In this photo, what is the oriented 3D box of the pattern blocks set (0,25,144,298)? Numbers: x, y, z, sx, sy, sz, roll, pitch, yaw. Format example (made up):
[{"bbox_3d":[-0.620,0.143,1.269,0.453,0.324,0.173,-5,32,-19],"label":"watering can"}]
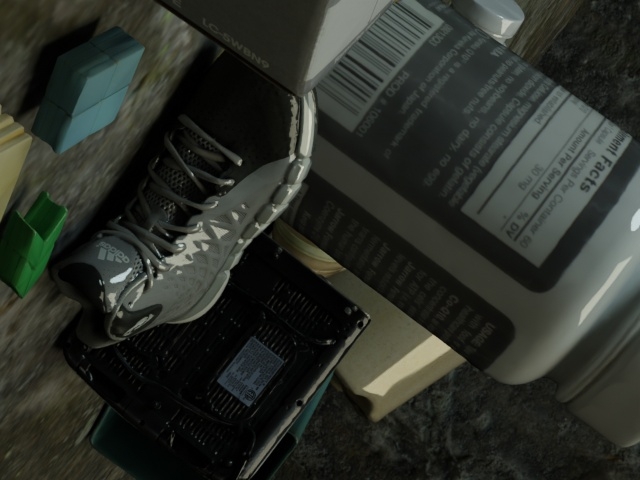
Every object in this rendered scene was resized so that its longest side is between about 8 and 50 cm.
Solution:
[{"bbox_3d":[-0.192,0.030,0.448,0.285,0.026,0.325,-56,172,28],"label":"pattern blocks set"}]

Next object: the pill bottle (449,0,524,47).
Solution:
[{"bbox_3d":[0.129,-0.174,1.212,0.184,0.103,0.103,-57,172,32],"label":"pill bottle"}]

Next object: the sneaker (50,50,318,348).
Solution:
[{"bbox_3d":[-0.088,-0.013,0.693,0.132,0.086,0.229,-31,155,-50],"label":"sneaker"}]

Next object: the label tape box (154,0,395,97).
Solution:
[{"bbox_3d":[0.050,-0.234,0.400,0.241,0.106,0.334,-50,173,-26],"label":"label tape box"}]

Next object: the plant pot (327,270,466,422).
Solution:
[{"bbox_3d":[0.107,0.056,1.523,0.305,0.334,0.334,-40,171,-8],"label":"plant pot"}]

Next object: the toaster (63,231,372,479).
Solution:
[{"bbox_3d":[-0.078,0.079,0.856,0.186,0.168,0.110,-52,174,-8],"label":"toaster"}]

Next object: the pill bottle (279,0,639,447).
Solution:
[{"bbox_3d":[0.125,-0.024,0.863,0.204,0.361,0.204,-51,173,-9],"label":"pill bottle"}]

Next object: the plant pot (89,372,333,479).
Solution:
[{"bbox_3d":[-0.082,0.135,1.180,0.165,0.165,0.234,-57,177,34],"label":"plant pot"}]

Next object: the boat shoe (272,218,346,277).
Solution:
[{"bbox_3d":[0.000,0.000,1.243,0.098,0.109,0.302,-55,178,13],"label":"boat shoe"}]
